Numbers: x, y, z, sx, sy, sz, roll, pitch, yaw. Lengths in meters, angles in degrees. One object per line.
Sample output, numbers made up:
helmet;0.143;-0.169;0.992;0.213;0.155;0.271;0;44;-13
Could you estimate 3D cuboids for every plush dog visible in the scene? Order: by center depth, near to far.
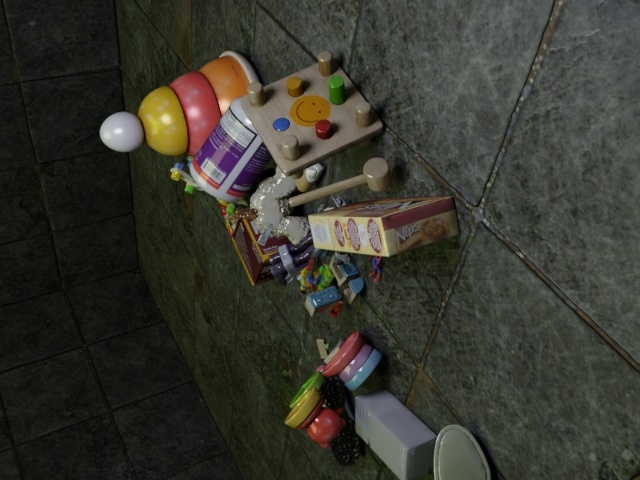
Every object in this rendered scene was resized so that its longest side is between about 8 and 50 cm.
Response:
plush dog;-0.141;-0.098;1.956;0.225;0.211;0.262;-122;18;-82

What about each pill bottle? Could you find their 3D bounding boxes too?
pill bottle;-0.218;-0.277;1.864;0.323;0.182;0.181;-51;52;20

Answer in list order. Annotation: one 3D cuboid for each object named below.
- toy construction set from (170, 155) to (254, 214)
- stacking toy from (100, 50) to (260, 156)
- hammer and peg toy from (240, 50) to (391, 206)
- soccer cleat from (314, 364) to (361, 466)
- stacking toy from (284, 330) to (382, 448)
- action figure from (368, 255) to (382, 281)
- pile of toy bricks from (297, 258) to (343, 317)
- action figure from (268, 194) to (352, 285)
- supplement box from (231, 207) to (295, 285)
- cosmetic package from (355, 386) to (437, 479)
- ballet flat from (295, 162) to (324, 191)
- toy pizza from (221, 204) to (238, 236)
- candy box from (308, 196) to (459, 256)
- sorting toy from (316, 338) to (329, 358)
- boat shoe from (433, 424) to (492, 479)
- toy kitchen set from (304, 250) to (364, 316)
toy construction set;-0.342;-0.178;2.225;0.328;0.215;0.151;33;-111;-71
stacking toy;-0.430;-0.372;1.995;0.351;0.480;0.350;41;139;49
hammer and peg toy;-0.005;-0.247;1.481;0.361;0.266;0.127;59;170;28
soccer cleat;0.051;0.539;2.042;0.116;0.109;0.318;-151;45;-82
stacking toy;0.046;0.406;1.800;0.130;0.309;0.279;41;171;1
action figure;0.139;0.049;1.639;0.038;0.030;0.115;-129;35;-47
pile of toy bricks;0.010;0.116;1.875;0.105;0.118;0.212;-58;30;22
action figure;0.000;0.000;1.673;0.099;0.285;0.185;45;-161;-41
supplement box;-0.180;0.010;2.128;0.191;0.129;0.194;63;153;21
cosmetic package;0.193;0.505;1.716;0.238;0.107;0.127;36;133;56
ballet flat;-0.023;-0.218;1.750;0.073;0.080;0.232;31;135;34
toy pizza;-0.335;-0.083;2.491;0.201;0.032;0.201;41;139;48
candy box;0.127;-0.035;1.432;0.316;0.183;0.087;7;112;62
sorting toy;0.012;0.343;2.078;0.083;0.012;0.061;165;93;-68
boat shoe;0.331;0.576;1.472;0.113;0.127;0.339;98;150;-83
toy kitchen set;0.011;0.069;1.742;0.207;0.166;0.122;61;152;24
